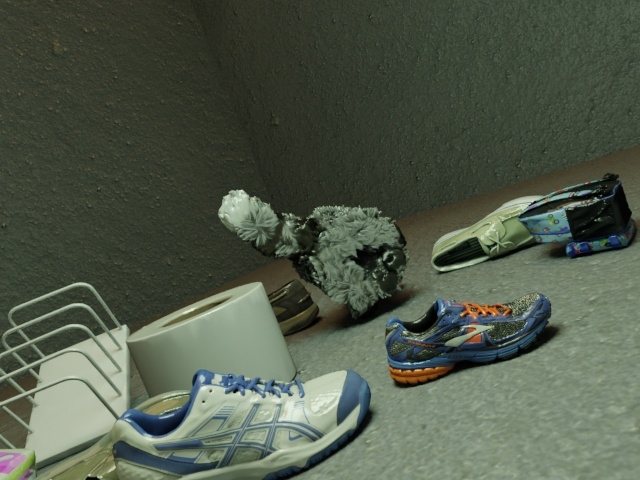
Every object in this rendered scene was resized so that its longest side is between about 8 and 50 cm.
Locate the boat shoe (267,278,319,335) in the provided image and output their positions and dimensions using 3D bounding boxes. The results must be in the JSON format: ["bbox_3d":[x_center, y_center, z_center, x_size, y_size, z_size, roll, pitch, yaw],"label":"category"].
[{"bbox_3d":[-0.181,0.188,1.222,0.356,0.130,0.132,-21,4,8],"label":"boat shoe"}]

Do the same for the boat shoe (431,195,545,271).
[{"bbox_3d":[0.387,0.000,1.114,0.302,0.109,0.094,-30,14,37],"label":"boat shoe"}]

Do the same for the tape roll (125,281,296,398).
[{"bbox_3d":[-0.182,0.194,0.851,0.246,0.169,0.246,-22,4,1],"label":"tape roll"}]

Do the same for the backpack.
[{"bbox_3d":[0.467,-0.039,0.918,0.173,0.116,0.158,-18,6,39],"label":"backpack"}]

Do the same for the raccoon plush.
[{"bbox_3d":[0.000,0.000,1.116,0.216,0.447,0.299,-56,9,-8],"label":"raccoon plush"}]

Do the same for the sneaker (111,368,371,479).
[{"bbox_3d":[-0.086,0.199,0.561,0.297,0.130,0.112,-21,2,-14],"label":"sneaker"}]

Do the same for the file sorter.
[{"bbox_3d":[-0.498,0.246,0.953,0.193,0.173,0.277,-23,38,-6],"label":"file sorter"}]

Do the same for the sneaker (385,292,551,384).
[{"bbox_3d":[0.183,0.110,0.630,0.221,0.087,0.083,-21,4,5],"label":"sneaker"}]

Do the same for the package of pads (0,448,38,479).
[{"bbox_3d":[-0.484,0.340,0.540,0.229,0.101,0.296,0,5,0],"label":"package of pads"}]

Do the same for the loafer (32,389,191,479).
[{"bbox_3d":[-0.243,0.288,0.618,0.251,0.094,0.087,-33,33,-24],"label":"loafer"}]
